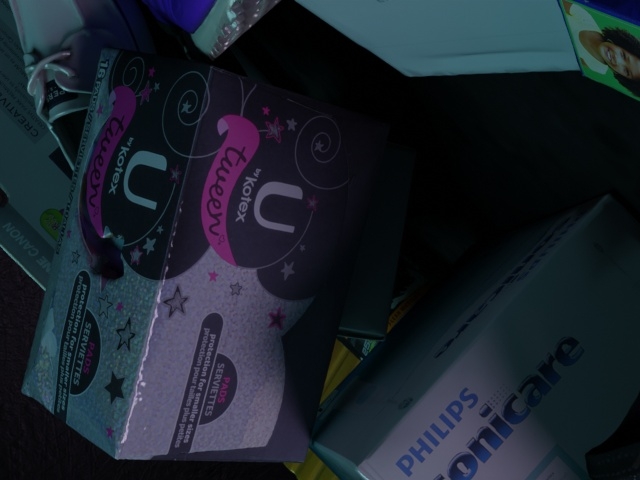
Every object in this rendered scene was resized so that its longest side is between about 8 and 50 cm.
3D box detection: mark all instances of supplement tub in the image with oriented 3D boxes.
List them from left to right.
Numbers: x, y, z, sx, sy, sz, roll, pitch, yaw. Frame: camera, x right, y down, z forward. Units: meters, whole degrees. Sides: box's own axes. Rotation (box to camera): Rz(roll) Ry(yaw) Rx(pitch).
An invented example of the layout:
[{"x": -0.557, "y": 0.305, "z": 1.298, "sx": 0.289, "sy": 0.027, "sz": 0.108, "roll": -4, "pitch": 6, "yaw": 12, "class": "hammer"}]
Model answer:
[{"x": 0.058, "y": 0.058, "z": 1.062, "sx": 0.190, "sy": 0.117, "sz": 0.117, "roll": 40, "pitch": 169, "yaw": 28, "class": "supplement tub"}]

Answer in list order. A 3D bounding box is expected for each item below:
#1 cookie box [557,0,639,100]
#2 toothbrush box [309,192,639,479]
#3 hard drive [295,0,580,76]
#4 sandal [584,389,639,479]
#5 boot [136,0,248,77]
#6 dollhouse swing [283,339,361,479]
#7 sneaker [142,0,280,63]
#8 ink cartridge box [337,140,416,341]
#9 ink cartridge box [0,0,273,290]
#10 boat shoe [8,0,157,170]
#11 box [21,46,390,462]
[{"x": 0.136, "y": -0.070, "z": 0.296, "sx": 0.107, "sy": 0.092, "sz": 0.040, "roll": 37, "pitch": 170, "yaw": 43, "class": "cookie box"}, {"x": 0.113, "y": 0.103, "z": 0.731, "sx": 0.126, "sy": 0.216, "sz": 0.295, "roll": 45, "pitch": 169, "yaw": 0, "class": "toothbrush box"}, {"x": -0.030, "y": -0.166, "z": 0.434, "sx": 0.318, "sy": 0.040, "sz": 0.210, "roll": 30, "pitch": 174, "yaw": -25, "class": "hard drive"}, {"x": 0.190, "y": 0.070, "z": 0.460, "sx": 0.107, "sy": 0.167, "sz": 0.446, "roll": 38, "pitch": 159, "yaw": 23, "class": "sandal"}, {"x": -0.177, "y": -0.196, "z": 0.867, "sx": 0.305, "sy": 0.115, "sz": 0.112, "roll": 60, "pitch": -150, "yaw": -1, "class": "boot"}, {"x": 0.001, "y": 0.180, "z": 1.366, "sx": 0.305, "sy": 0.315, "sz": 0.347, "roll": 27, "pitch": -174, "yaw": -43, "class": "dollhouse swing"}, {"x": -0.087, "y": -0.196, "z": 0.689, "sx": 0.146, "sy": 0.102, "sz": 0.293, "roll": 49, "pitch": 170, "yaw": -11, "class": "sneaker"}, {"x": 0.000, "y": 0.000, "z": 0.913, "sx": 0.093, "sy": 0.154, "sz": 0.212, "roll": 10, "pitch": 175, "yaw": -9, "class": "ink cartridge box"}, {"x": -0.221, "y": -0.130, "z": 0.985, "sx": 0.309, "sy": 0.272, "sz": 0.130, "roll": 48, "pitch": 178, "yaw": -8, "class": "ink cartridge box"}, {"x": -0.169, "y": -0.116, "z": 0.795, "sx": 0.095, "sy": 0.084, "sz": 0.258, "roll": -21, "pitch": 106, "yaw": 34, "class": "boat shoe"}, {"x": -0.079, "y": 0.012, "z": 0.735, "sx": 0.163, "sy": 0.247, "sz": 0.142, "roll": 11, "pitch": -176, "yaw": -42, "class": "box"}]
